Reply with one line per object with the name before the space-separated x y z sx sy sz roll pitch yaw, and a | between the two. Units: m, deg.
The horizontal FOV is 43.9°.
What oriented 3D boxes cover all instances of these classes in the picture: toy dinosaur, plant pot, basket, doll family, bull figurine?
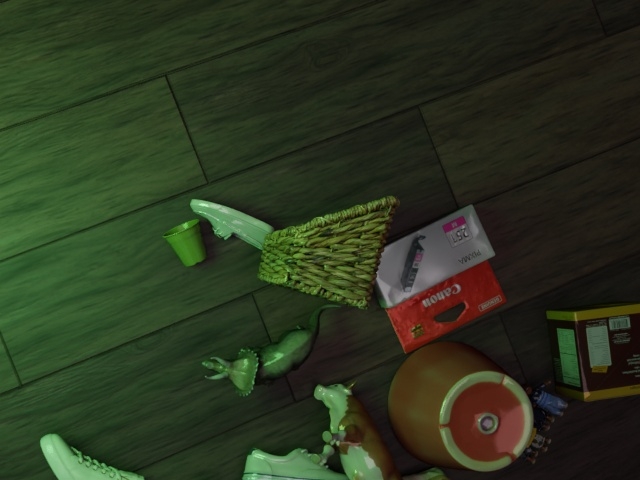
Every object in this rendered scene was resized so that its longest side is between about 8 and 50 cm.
toy dinosaur | -0.078 0.234 1.613 0.314 0.160 0.121 -22 91 -10
plant pot | -0.272 0.009 1.636 0.083 0.083 0.079 -25 104 -11
basket | 0.000 0.000 1.571 0.213 0.299 0.223 16 86 -8
doll family | 0.461 0.397 1.752 0.111 0.076 0.193 29 77 -3
plant pot | 0.298 0.353 1.634 0.275 0.243 0.275 1 87 -11
bull figurine | 0.072 0.430 1.608 0.101 0.188 0.310 -38 80 32

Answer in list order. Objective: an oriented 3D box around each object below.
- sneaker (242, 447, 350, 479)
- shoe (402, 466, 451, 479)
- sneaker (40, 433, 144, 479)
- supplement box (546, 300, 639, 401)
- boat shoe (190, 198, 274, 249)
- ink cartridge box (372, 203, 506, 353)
sneaker | -0.031 0.477 1.644 0.258 0.094 0.091 11 68 -17
shoe | 0.174 0.549 1.700 0.219 0.058 0.076 -21 122 -7
sneaker | -0.429 0.472 1.570 0.123 0.106 0.290 -39 105 -13
supplement box | 0.628 0.242 1.758 0.191 0.129 0.194 -6 88 -11
boat shoe | -0.190 -0.031 1.661 0.184 0.066 0.063 23 82 -18
ink cartridge box | 0.257 0.085 1.735 0.275 0.060 0.239 -25 90 -11
